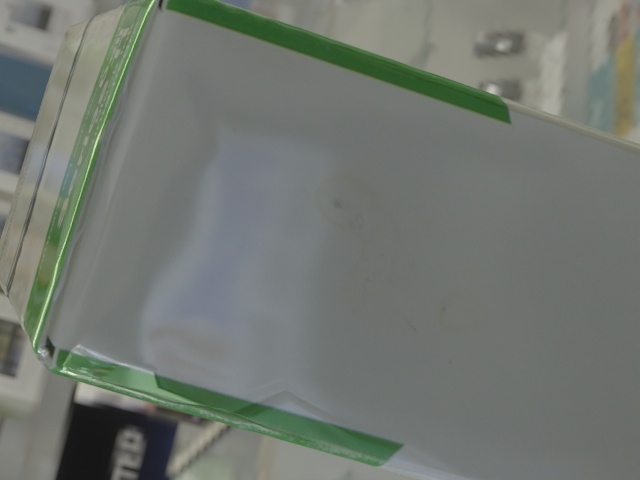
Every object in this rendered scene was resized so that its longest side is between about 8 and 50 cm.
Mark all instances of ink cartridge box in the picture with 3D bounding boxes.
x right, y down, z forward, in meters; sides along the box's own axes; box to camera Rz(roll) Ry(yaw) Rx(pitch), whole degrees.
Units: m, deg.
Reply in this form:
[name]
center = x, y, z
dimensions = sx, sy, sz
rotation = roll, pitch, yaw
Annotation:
[ink cartridge box]
center = 0.000, 0.000, 0.479
dimensions = 0.208, 0.153, 0.087
rotation = -162, 89, -75
